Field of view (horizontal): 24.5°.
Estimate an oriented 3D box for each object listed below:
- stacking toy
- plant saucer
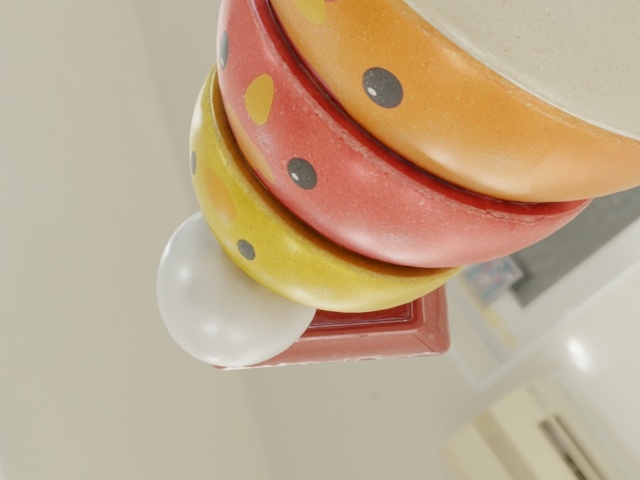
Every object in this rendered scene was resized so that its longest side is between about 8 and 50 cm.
[{"bbox_3d":[0.034,-0.064,0.942,0.350,0.480,0.350,21,-139,-20],"label":"stacking toy"},{"bbox_3d":[0.000,0.000,1.554,0.048,0.259,0.258,40,-134,-83],"label":"plant saucer"}]
